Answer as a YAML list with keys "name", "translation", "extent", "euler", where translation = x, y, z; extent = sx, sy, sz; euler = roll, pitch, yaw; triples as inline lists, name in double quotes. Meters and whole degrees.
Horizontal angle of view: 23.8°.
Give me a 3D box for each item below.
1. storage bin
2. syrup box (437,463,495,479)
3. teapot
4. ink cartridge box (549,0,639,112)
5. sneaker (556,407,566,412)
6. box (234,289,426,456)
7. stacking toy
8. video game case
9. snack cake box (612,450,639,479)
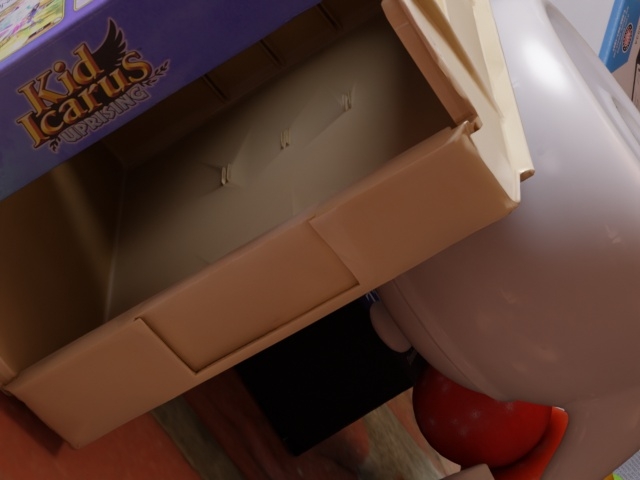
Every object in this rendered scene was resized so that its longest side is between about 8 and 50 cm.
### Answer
- name: "storage bin"
  translation: [-0.048, -0.064, 0.753]
  extent: [0.123, 0.262, 0.260]
  euler: [50, 21, -30]
- name: "syrup box"
  translation: [0.040, 0.195, 0.834]
  extent: [0.096, 0.093, 0.237]
  euler: [63, 20, 12]
- name: "teapot"
  translation: [0.105, -0.005, 0.858]
  extent: [0.252, 0.187, 0.256]
  euler: [47, 19, -26]
- name: "ink cartridge box"
  translation: [0.340, -0.184, 1.911]
  extent: [0.307, 0.129, 0.223]
  euler: [17, 89, -62]
- name: "sneaker"
  translation: [0.252, 0.174, 1.398]
  extent: [0.185, 0.084, 0.070]
  euler: [36, 29, -47]
- name: "box"
  translation: [0.000, 0.000, 1.021]
  extent: [0.184, 0.103, 0.261]
  euler: [54, 20, -6]
- name: "stacking toy"
  translation: [0.164, 0.194, 1.018]
  extent: [0.330, 0.141, 0.141]
  euler: [56, 18, -27]
- name: "video game case"
  translation: [-0.106, -0.148, 0.721]
  extent: [0.061, 0.269, 0.244]
  euler: [46, 23, -37]
- name: "snack cake box"
  translation: [0.283, 0.256, 1.180]
  extent: [0.264, 0.152, 0.089]
  euler: [47, 23, -2]
